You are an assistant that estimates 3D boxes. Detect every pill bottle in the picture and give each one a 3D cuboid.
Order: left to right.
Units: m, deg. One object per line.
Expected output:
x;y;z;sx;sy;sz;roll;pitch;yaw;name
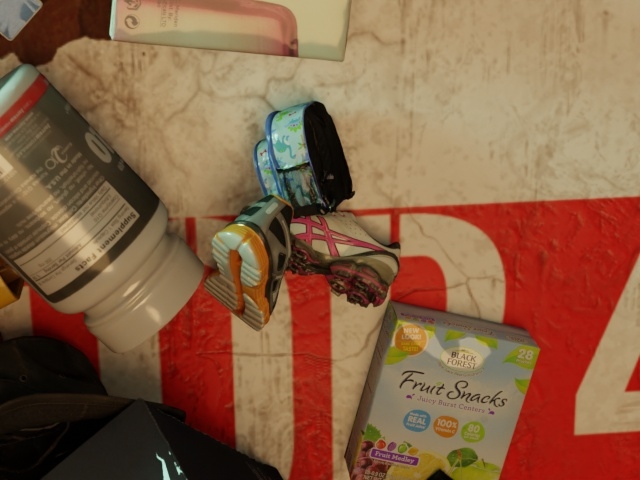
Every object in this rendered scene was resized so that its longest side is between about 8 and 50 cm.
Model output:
-0.262;-0.029;1.438;0.161;0.161;0.283;-40;108;6;pill bottle

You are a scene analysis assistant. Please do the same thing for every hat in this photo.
-0.319;0.181;1.502;0.331;0.331;0.134;-17;65;-1;hat

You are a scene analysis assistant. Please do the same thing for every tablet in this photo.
-0.335;-0.253;1.438;0.083;0.006;0.054;41;98;-18;tablet

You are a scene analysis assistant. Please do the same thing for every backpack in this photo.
-0.023;-0.086;1.481;0.084;0.105;0.114;-11;100;18;backpack

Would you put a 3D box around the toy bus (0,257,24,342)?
-0.418;0.058;1.475;0.190;0.104;0.202;16;105;-11;toy bus

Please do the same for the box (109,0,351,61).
-0.090;-0.261;1.392;0.232;0.148;0.127;5;107;-8;box

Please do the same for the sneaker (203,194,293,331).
-0.067;0.027;1.479;0.084;0.215;0.083;36;65;7;sneaker

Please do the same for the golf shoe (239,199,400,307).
0.000;0.000;1.539;0.186;0.067;0.086;28;60;-3;golf shoe

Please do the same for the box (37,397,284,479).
-0.204;0.375;1.487;0.343;0.179;0.312;-40;146;7;box

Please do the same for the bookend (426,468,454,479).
0.141;0.373;1.603;0.157;0.072;0.156;39;107;-20;bookend

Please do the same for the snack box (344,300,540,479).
0.137;0.189;1.605;0.174;0.070;0.207;11;105;-10;snack box
